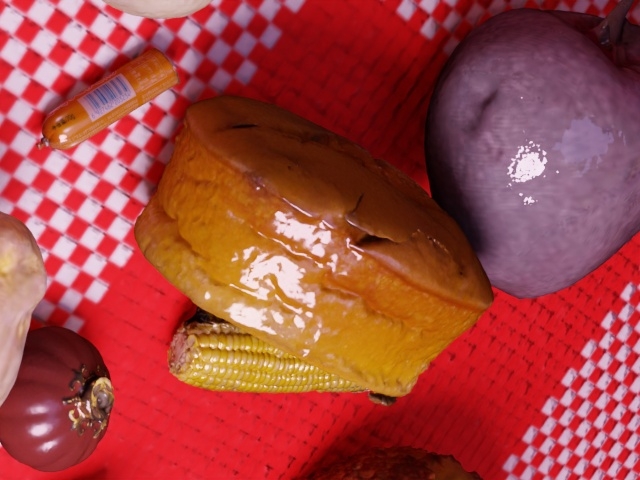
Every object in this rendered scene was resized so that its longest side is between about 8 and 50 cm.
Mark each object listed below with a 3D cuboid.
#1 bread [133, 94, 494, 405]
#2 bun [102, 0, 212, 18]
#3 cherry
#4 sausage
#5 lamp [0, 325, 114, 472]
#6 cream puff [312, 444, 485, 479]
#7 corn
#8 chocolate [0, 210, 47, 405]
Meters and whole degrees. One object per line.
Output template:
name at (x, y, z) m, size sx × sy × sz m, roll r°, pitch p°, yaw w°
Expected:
bread at (0.000, 0.000, 1.322) m, size 0.269 × 0.195 × 0.143 m, roll 25°, pitch 105°, yaw -35°
bun at (-0.107, -0.234, 1.168) m, size 0.164 × 0.111 × 0.188 m, roll -36°, pitch 131°, yaw -42°
cherry at (0.177, -0.078, 1.425) m, size 0.213 × 0.183 × 0.266 m, roll 3°, pitch 109°, yaw -36°
sausage at (-0.145, -0.091, 1.264) m, size 0.107 × 0.031 × 0.031 m, roll -33°, pitch 131°, yaw -19°
lamp at (-0.186, 0.109, 1.304) m, size 0.101 × 0.090 × 0.101 m, roll 8°, pitch 81°, yaw -60°
cream puff at (0.052, 0.273, 1.543) m, size 0.240 × 0.164 × 0.240 m, roll -9°, pitch 116°, yaw -19°
corn at (-0.025, 0.081, 1.434) m, size 0.203 × 0.072 × 0.072 m, roll 2°, pitch 113°, yaw -38°
chocolate at (-0.282, 0.109, 1.203) m, size 0.134 × 0.134 × 0.309 m, roll 24°, pitch 102°, yaw -44°
